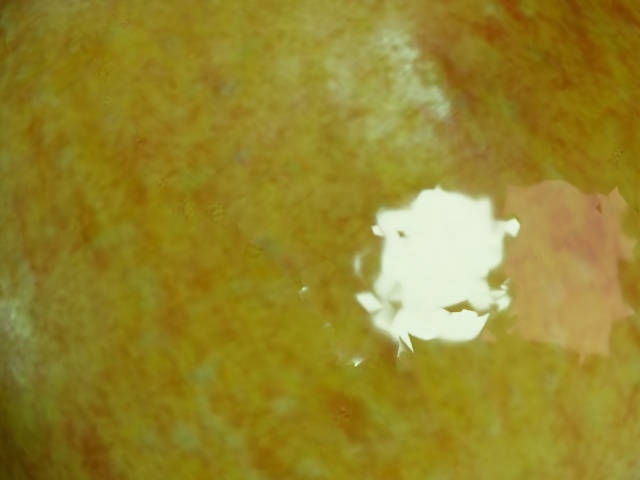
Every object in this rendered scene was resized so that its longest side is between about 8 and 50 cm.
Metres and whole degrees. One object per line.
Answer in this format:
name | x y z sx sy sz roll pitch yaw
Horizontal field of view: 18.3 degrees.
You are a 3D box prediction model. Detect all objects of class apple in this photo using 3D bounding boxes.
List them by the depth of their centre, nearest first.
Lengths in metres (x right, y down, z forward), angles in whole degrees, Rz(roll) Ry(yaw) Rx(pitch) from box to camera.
apple | 0.000 0.000 0.633 0.299 0.299 0.275 -27 85 -50
